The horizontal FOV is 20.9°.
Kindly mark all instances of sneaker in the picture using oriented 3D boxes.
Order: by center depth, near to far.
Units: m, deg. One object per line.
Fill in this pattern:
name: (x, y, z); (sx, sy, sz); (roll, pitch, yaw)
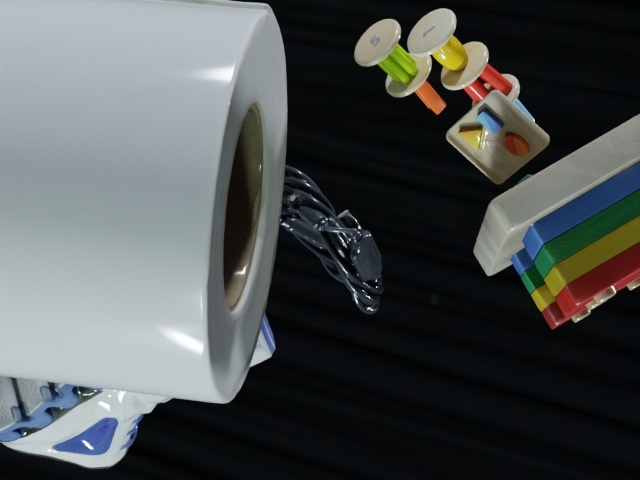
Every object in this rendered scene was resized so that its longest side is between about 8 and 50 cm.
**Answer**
sneaker: (-0.194, 0.124, 1.651); (0.182, 0.315, 0.127); (59, 13, -64)

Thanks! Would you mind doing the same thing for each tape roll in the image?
tape roll: (-0.124, -0.029, 1.072); (0.246, 0.169, 0.246); (6, 90, -82)

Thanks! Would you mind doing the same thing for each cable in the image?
cable: (0.000, 0.000, 1.656); (0.047, 0.150, 0.184); (-47, 149, -11)

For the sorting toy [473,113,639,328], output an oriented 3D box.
sorting toy: (0.243, -0.034, 1.201); (0.255, 0.089, 0.257); (-30, 172, -1)

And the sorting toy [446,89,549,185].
sorting toy: (0.138, -0.065, 1.269); (0.062, 0.083, 0.012); (-43, -173, 43)

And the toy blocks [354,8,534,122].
toy blocks: (0.120, -0.146, 1.613); (0.148, 0.123, 0.054); (41, 61, -34)
